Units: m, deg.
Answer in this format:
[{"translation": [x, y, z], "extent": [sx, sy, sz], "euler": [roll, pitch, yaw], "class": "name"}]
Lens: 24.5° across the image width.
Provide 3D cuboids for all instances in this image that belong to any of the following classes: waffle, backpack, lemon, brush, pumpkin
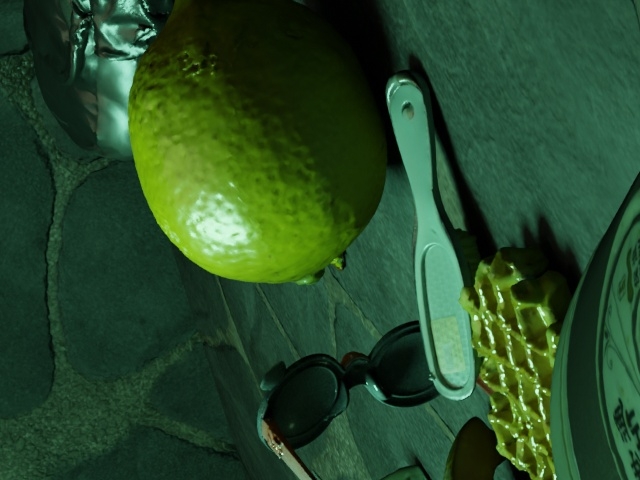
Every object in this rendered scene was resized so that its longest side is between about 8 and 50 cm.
[{"translation": [0.189, 0.109, 1.179], "extent": [0.229, 0.057, 0.219], "euler": [-144, 36, -65], "class": "waffle"}, {"translation": [-0.252, -0.293, 1.896], "extent": [0.363, 0.255, 0.445], "euler": [-126, 34, -45], "class": "backpack"}, {"translation": [-0.062, -0.105, 1.435], "extent": [0.245, 0.245, 0.320], "euler": [-163, 54, -73], "class": "lemon"}, {"translation": [0.115, -0.008, 1.318], "extent": [0.068, 0.060, 0.297], "euler": [-9, 91, 51], "class": "brush"}, {"translation": [0.191, 0.356, 1.409], "extent": [0.290, 0.095, 0.258], "euler": [-119, 12, -58], "class": "pumpkin"}]

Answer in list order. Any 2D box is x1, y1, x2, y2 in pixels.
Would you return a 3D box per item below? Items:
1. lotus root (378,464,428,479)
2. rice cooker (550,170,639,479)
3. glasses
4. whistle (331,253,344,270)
[{"translation": [0.123, 0.463, 1.809], "extent": [0.260, 0.149, 0.267], "euler": [84, 163, -46], "class": "lotus root"}, {"translation": [0.221, 0.034, 0.474], "extent": [0.277, 0.288, 0.288], "euler": [100, 146, -66], "class": "rice cooker"}, {"translation": [0.095, 0.187, 1.337], "extent": [0.268, 0.234, 0.118], "euler": [43, 139, 45], "class": "glasses"}, {"translation": [-0.005, 0.001, 1.817], "extent": [0.109, 0.046, 0.057], "euler": [52, 145, 34], "class": "whistle"}]
